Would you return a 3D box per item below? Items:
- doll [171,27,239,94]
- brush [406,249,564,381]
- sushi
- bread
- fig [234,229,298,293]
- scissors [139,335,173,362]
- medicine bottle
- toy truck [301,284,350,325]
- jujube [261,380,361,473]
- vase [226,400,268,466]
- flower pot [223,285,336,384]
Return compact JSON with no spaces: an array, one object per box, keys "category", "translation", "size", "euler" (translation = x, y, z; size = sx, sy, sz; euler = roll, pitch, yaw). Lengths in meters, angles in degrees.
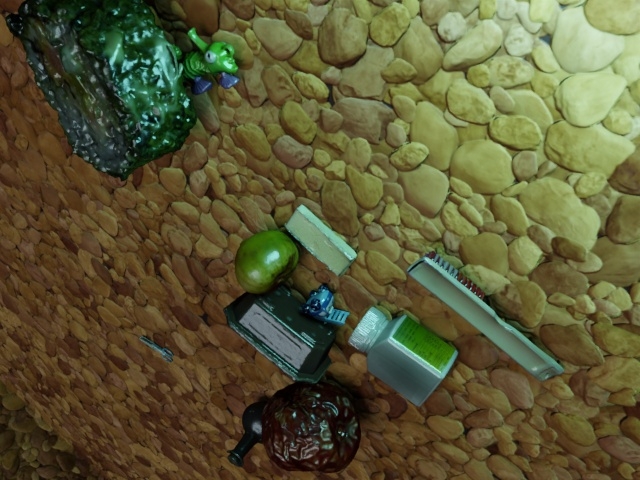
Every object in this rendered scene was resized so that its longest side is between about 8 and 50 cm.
[{"category":"doll","translation":[-0.219,-0.320,1.160],"size":[0.190,0.050,0.115],"euler":[0,121,42]},{"category":"brush","translation":[0.290,0.131,1.129],"size":[0.321,0.050,0.060],"euler":[40,136,-6]},{"category":"sushi","translation":[-0.384,-0.297,1.184],"size":[0.294,0.178,0.352],"euler":[1,121,49]},{"category":"bread","translation":[0.000,0.000,1.260],"size":[0.153,0.028,0.068],"euler":[41,138,5]},{"category":"fig","translation":[-0.112,0.045,1.305],"size":[0.121,0.136,0.153],"euler":[61,150,-5]},{"category":"scissors","translation":[-0.485,0.318,1.913],"size":[0.119,0.014,0.058],"euler":[30,136,10]},{"category":"medicine bottle","translation":[0.154,0.219,1.269],"size":[0.188,0.088,0.132],"euler":[35,138,11]},{"category":"toy truck","translation":[0.014,0.143,1.351],"size":[0.090,0.056,0.073],"euler":[38,144,-13]},{"category":"jujube","translation":[-0.030,0.432,1.497],"size":[0.232,0.213,0.213],"euler":[-15,113,45]},{"category":"vase","translation":[-0.176,0.509,1.696],"size":[0.120,0.183,0.120],"euler":[22,134,25]},{"category":"flower pot","translation":[-0.071,0.179,1.377],"size":[0.250,0.179,0.084],"euler":[39,113,7]}]
